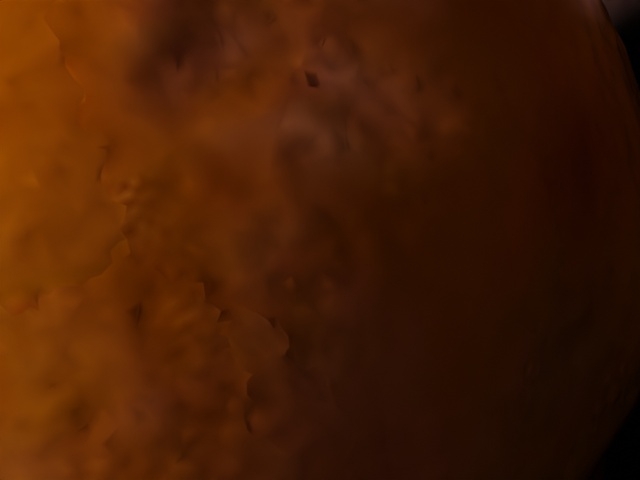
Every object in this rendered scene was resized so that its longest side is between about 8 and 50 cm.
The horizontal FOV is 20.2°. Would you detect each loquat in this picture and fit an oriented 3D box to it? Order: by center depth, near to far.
[{"bbox_3d":[-0.045,0.005,0.564,0.328,0.328,0.328,-165,90,-71],"label":"loquat"}]
